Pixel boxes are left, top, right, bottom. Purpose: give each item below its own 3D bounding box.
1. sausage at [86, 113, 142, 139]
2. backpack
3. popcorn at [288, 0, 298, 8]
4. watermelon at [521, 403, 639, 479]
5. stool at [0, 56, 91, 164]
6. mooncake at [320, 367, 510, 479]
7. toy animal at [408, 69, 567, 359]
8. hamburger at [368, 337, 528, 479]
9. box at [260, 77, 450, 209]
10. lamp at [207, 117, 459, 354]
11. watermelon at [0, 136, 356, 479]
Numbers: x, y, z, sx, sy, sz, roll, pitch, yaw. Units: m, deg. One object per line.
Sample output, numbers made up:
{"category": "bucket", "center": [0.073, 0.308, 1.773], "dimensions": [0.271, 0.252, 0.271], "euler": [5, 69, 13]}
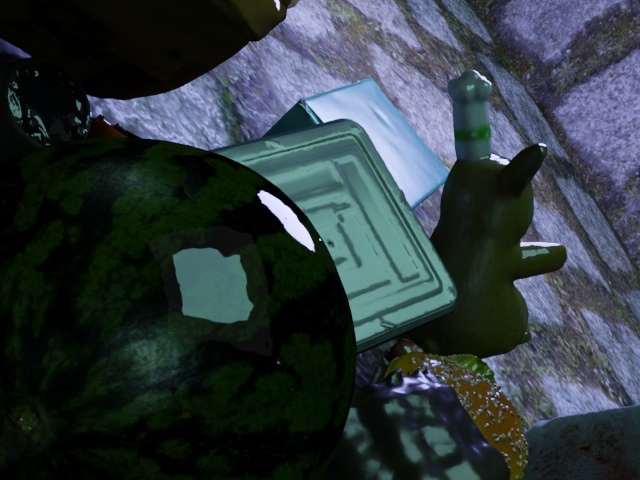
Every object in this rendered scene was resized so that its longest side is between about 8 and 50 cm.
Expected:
{"category": "sausage", "center": [-0.131, 0.032, 0.810], "dimensions": [0.330, 0.102, 0.102], "euler": [57, 25, 7]}
{"category": "backpack", "center": [-0.206, -0.245, 0.769], "dimensions": [0.353, 0.378, 0.201], "euler": [22, 76, -36]}
{"category": "popcorn", "center": [-0.086, -0.458, 1.452], "dimensions": [0.186, 0.167, 0.188], "euler": [69, 26, -52]}
{"category": "watermelon", "center": [0.315, 0.304, 1.099], "dimensions": [0.213, 0.290, 0.320], "euler": [27, 34, 17]}
{"category": "stool", "center": [-0.250, -0.102, 0.755], "dimensions": [0.096, 0.110, 0.096], "euler": [14, 71, -48]}
{"category": "mooncake", "center": [0.031, 0.194, 0.724], "dimensions": [0.228, 0.228, 0.124], "euler": [6, 50, -57]}
{"category": "toy animal", "center": [0.219, -0.021, 1.177], "dimensions": [0.181, 0.363, 0.180], "euler": [27, 18, 36]}
{"category": "hamburger", "center": [0.141, 0.203, 1.018], "dimensions": [0.210, 0.116, 0.173], "euler": [32, 32, -28]}
{"category": "box", "center": [0.051, -0.106, 1.274], "dimensions": [0.205, 0.118, 0.311], "euler": [48, 25, 2]}
{"category": "lamp", "center": [0.000, 0.000, 1.007], "dimensions": [0.266, 0.047, 0.269], "euler": [-19, 73, -35]}
{"category": "watermelon", "center": [-0.119, 0.078, 0.555], "dimensions": [0.285, 0.285, 0.285], "euler": [39, 28, -25]}
